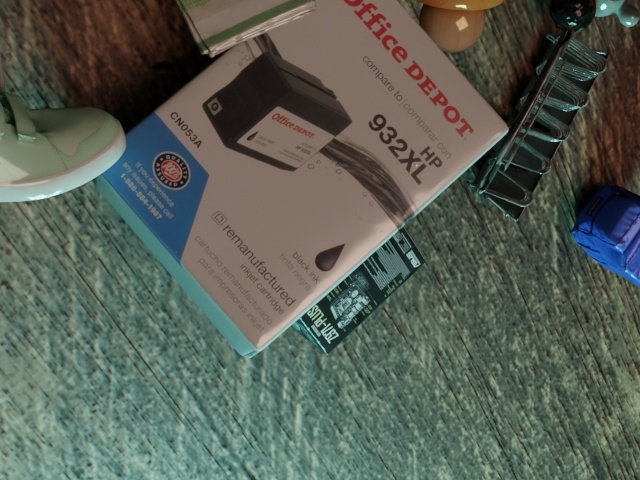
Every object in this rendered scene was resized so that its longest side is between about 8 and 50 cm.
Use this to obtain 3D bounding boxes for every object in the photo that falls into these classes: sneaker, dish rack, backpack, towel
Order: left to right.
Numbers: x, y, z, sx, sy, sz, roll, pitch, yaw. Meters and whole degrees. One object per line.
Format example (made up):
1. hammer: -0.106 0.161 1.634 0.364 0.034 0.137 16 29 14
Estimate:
1. sneaker: -0.269 -0.113 1.100 0.256 0.094 0.151 -9 123 -28
2. towel: -0.084 -0.243 1.222 0.113 0.023 0.152 -25 79 -15
3. dish rack: 0.223 -0.121 1.430 0.074 0.271 0.208 27 96 4
4. backpack: 0.352 -0.017 1.632 0.101 0.120 0.098 41 88 -30

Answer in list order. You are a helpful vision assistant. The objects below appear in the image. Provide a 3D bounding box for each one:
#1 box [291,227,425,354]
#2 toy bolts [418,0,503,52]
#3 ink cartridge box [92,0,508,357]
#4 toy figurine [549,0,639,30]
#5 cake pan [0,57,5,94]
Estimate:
1. box: 0.000 0.000 1.424 0.147 0.077 0.180 -44 129 -10
2. toy bolts: 0.095 -0.287 1.318 0.228 0.218 0.158 -48 149 -54
3. ink cartridge box: -0.020 -0.077 1.277 0.307 0.129 0.223 -41 90 -11
4. toy figurine: 0.317 -0.298 1.413 0.148 0.209 0.213 -39 129 -28
5. cake pan: -0.400 -0.112 1.113 0.293 0.054 0.293 -15 119 -28
